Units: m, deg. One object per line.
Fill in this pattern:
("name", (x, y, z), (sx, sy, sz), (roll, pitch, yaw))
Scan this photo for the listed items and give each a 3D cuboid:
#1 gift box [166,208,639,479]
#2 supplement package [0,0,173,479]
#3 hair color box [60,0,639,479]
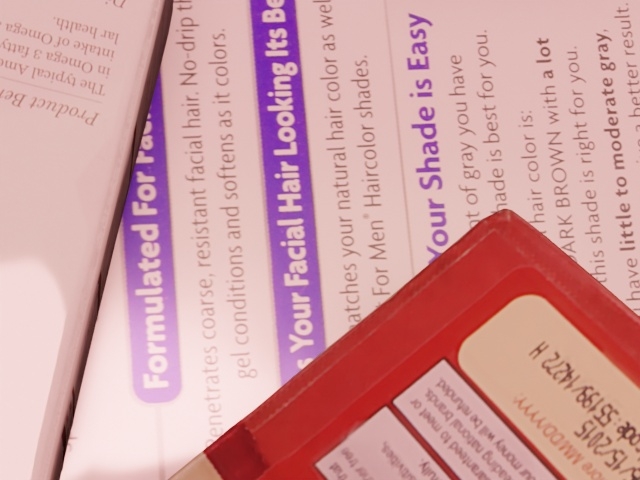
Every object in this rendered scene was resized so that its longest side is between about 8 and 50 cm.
("gift box", (0.083, 0.179, 0.401), (0.276, 0.258, 0.255), (-35, 47, -3))
("supplement package", (-0.102, -0.010, 0.438), (0.105, 0.105, 0.179), (14, 74, -5))
("hair color box", (0.000, 0.000, 0.561), (0.339, 0.110, 0.185), (-2, 76, -11))
